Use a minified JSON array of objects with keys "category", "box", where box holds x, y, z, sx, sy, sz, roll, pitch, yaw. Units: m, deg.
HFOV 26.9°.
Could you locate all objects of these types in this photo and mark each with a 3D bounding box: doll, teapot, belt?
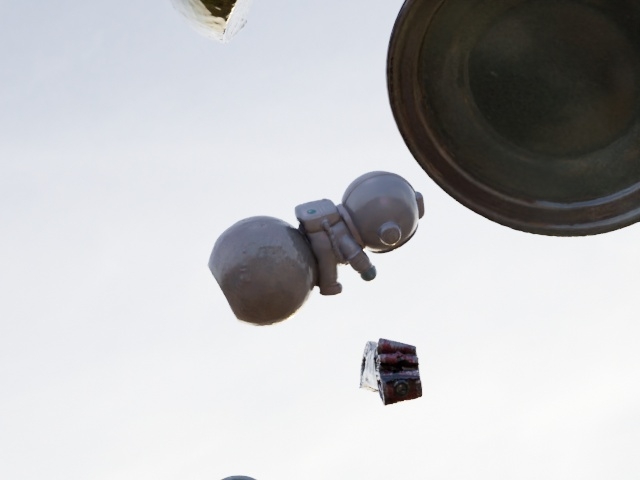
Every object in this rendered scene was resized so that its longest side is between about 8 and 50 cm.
[{"category":"doll","box":[0.000,0.000,1.709,0.287,0.151,0.151,-27,-30,-3]},{"category":"teapot","box":[0.183,-0.211,0.998,0.233,0.312,0.315,-9,-62,24]},{"category":"belt","box":[0.078,0.147,1.542,0.053,0.071,0.232,7,-2,-4]}]

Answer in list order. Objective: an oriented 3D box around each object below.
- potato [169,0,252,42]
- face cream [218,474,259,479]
[{"category":"potato","box":[-0.066,-0.280,1.027,0.112,0.255,0.269,24,-71,-4]},{"category":"face cream","box":[-0.087,0.319,1.414,0.089,0.143,0.314,0,-22,-4]}]
